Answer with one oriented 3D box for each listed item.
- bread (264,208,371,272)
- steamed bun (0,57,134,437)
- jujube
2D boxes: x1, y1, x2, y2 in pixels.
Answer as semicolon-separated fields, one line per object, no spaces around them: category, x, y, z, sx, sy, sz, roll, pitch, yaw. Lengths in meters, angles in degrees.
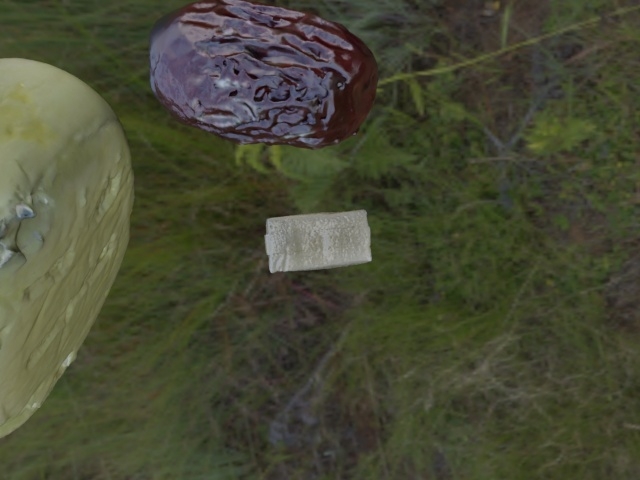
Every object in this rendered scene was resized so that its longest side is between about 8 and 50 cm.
bread;-0.014;0.001;1.455;0.105;0.152;0.077;174;92;-71
steamed bun;-0.246;0.005;0.764;0.166;0.232;0.273;24;147;5
jujube;-0.099;-0.265;1.759;0.377;0.258;0.258;20;114;15
